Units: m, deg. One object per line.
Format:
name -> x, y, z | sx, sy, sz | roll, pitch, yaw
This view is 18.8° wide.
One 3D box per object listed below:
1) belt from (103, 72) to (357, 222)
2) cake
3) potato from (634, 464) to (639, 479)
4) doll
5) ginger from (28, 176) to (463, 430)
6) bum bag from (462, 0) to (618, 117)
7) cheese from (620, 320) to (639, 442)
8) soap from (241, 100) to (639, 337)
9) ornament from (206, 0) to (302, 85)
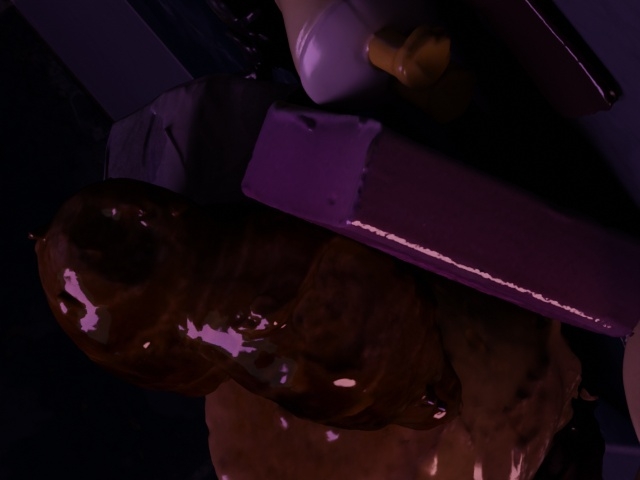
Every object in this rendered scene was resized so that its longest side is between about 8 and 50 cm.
belt -> -0.079, -0.059, 1.669 | 0.184, 0.164, 0.289 | 17, 162, -27
cake -> 0.102, 0.147, 1.811 | 0.321, 0.332, 0.332 | 12, -159, -44
potato -> 0.315, 0.213, 1.440 | 0.235, 0.160, 0.178 | -125, 20, -81
doll -> 0.003, -0.196, 1.385 | 0.141, 0.117, 0.296 | 35, -160, -55
ginger -> -0.052, 0.068, 1.542 | 0.357, 0.152, 0.274 | 12, 155, 1
bum bag -> 0.125, -0.141, 1.251 | 0.159, 0.026, 0.109 | 50, 170, -7
cheese -> 0.248, 0.081, 1.411 | 0.054, 0.127, 0.251 | 10, -167, -11
soap -> 0.091, -0.016, 1.386 | 0.259, 0.081, 0.181 | 21, 179, -30
ornament -> -0.016, -0.151, 1.743 | 0.202, 0.080, 0.236 | 39, 166, 26
